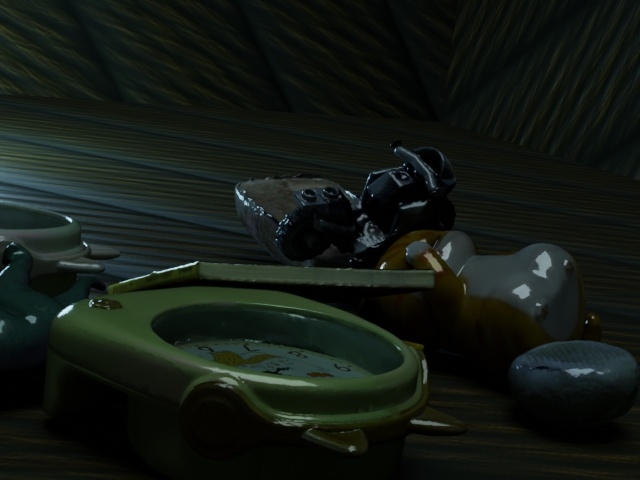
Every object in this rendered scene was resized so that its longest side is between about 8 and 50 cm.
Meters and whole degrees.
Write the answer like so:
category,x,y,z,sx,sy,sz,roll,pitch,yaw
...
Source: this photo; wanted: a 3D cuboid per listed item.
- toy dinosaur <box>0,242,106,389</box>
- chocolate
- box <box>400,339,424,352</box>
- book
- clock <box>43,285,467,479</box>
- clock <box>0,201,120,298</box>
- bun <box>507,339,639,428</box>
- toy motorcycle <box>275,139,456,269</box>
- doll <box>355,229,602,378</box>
category,x,y,z,sx,sy,sz,roll,pitch,yaw
toy dinosaur,-0.276,0.118,1.282,0.383,0.129,0.331,-4,26,-41
chocolate,0.000,0.000,1.966,0.185,0.100,0.303,1,22,-32
box,-0.036,0.119,1.519,0.269,0.043,0.152,11,13,17
book,-0.068,0.052,1.588,0.262,0.028,0.374,2,-6,-22
clock,-0.050,0.137,1.249,0.286,0.117,0.348,-3,17,-46
clock,-0.393,0.021,1.573,0.324,0.109,0.265,6,7,0
bun,0.264,0.154,1.466,0.140,0.083,0.141,-2,8,0
toy motorcycle,0.074,-0.045,1.804,0.270,0.159,0.106,-5,41,-33
doll,0.178,0.070,1.626,0.269,0.162,0.166,20,41,26
